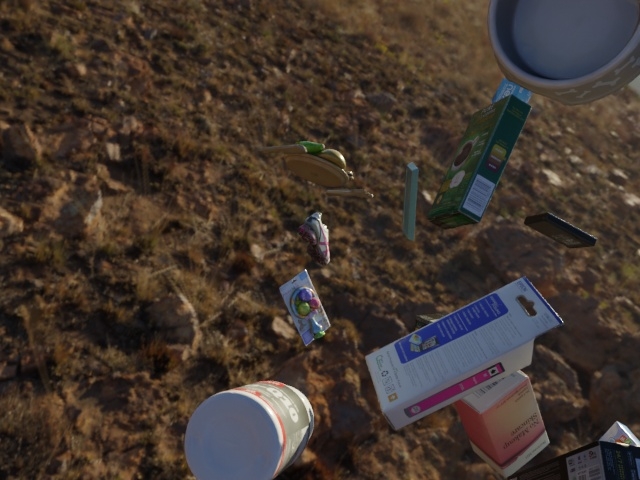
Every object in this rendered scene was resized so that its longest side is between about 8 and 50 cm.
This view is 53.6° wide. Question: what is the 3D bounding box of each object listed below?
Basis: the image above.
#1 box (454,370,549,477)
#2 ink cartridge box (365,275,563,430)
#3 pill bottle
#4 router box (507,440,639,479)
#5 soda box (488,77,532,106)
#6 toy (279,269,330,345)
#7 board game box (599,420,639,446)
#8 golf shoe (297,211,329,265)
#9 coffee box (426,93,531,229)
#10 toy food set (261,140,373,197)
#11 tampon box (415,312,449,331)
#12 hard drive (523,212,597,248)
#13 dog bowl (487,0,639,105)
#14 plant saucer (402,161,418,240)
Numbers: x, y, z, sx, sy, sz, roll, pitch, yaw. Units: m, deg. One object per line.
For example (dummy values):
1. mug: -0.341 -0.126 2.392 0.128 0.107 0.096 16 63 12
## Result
1. box: 0.423 0.414 1.496 0.148 0.232 0.127 -33 28 -14
2. ink cartridge box: 0.275 0.215 1.238 0.069 0.371 0.176 56 8 -26
3. pill bottle: -0.108 0.330 1.102 0.161 0.161 0.283 38 2 14
4. router box: 0.518 0.446 1.130 0.243 0.309 0.081 11 57 -10
5. soda box: 0.516 -0.350 1.811 0.067 0.210 0.071 22 8 -42
6. toy: -0.040 0.238 2.234 0.137 0.056 0.237 -34 111 -37
7. board game box: 0.613 0.515 1.343 0.039 0.211 0.160 31 14 -18
8. golf shoe: 0.000 0.000 1.796 0.067 0.186 0.086 26 63 32
9. coffee box: 0.222 -0.108 0.894 0.040 0.184 0.113 27 -10 -10
10. toy food set: -0.002 -0.135 1.126 0.132 0.038 0.192 7 -18 47
11. tampon box: 0.336 0.295 1.770 0.101 0.161 0.120 -2 6 -23
12. hard drive: 0.549 -0.022 1.456 0.135 0.022 0.094 26 -10 -11
13. dog bowl: 0.493 -0.448 1.251 0.349 0.349 0.102 44 23 23
14. plant saucer: 0.226 -0.097 1.599 0.018 0.192 0.067 -2 23 -7
